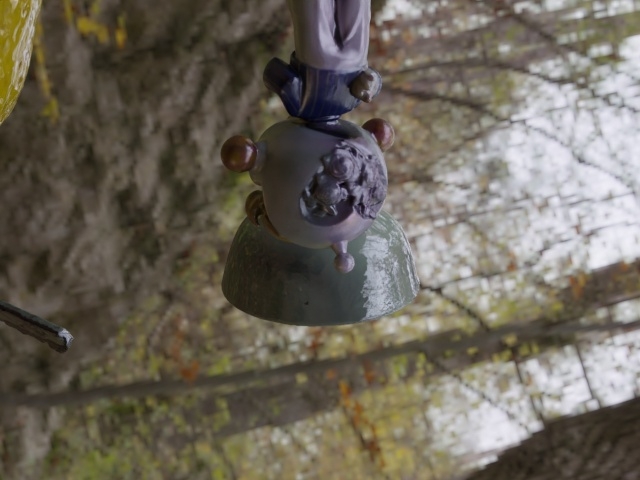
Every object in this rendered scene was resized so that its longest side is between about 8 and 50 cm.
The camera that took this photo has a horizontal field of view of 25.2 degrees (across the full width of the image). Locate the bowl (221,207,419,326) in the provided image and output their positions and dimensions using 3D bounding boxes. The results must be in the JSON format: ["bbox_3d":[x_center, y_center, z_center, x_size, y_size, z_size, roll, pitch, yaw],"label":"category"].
[{"bbox_3d":[0.000,0.000,2.046,0.289,0.289,0.146,-141,-133,-58],"label":"bowl"}]

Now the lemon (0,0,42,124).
[{"bbox_3d":[-0.391,-0.193,1.131,0.387,0.350,0.350,-10,-87,65],"label":"lemon"}]

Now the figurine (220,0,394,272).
[{"bbox_3d":[0.013,-0.119,1.447,0.133,0.194,0.274,30,-79,50],"label":"figurine"}]

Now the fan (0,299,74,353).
[{"bbox_3d":[-0.260,0.015,0.828,0.294,0.012,0.223,34,-26,8],"label":"fan"}]
